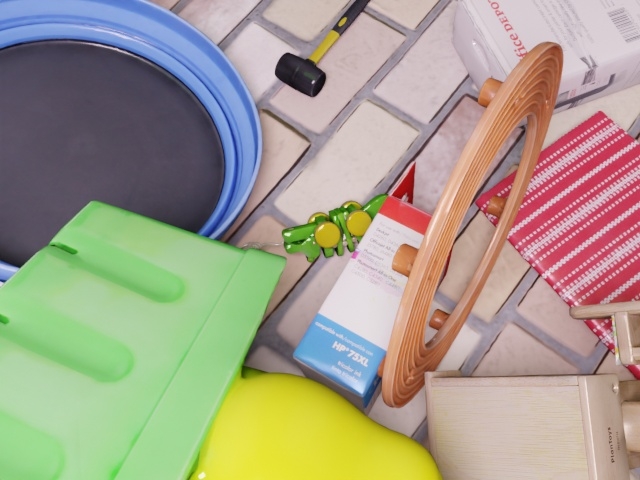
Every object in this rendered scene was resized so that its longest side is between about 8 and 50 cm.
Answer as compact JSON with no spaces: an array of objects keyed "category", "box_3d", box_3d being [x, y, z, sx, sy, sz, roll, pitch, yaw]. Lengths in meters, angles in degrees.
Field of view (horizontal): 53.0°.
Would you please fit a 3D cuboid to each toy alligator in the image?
[{"category":"toy alligator","box_3d":[0.000,0.000,0.728,0.189,0.056,0.051,-21,108,-4]}]

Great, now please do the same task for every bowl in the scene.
[{"category":"bowl","box_3d":[-0.261,-0.118,0.709,0.390,0.077,0.392,9,59,-16]}]

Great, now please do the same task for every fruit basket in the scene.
[{"category":"fruit basket","box_3d":[-0.101,0.178,0.466,0.391,0.283,0.392,24,38,-20]}]

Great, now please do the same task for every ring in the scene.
[{"category":"ring","box_3d":[0.130,-0.009,0.567,0.032,0.337,0.337,25,72,21]}]

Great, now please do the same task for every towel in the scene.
[{"category":"towel","box_3d":[0.335,0.001,0.710,0.198,0.031,0.275,-35,68,-7]}]

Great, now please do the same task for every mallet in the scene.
[{"category":"mallet","box_3d":[0.007,-0.271,0.847,0.062,0.039,0.190,24,68,10]}]

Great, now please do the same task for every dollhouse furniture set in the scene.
[{"category":"dollhouse furniture set","box_3d":[0.236,0.165,0.572,0.241,0.161,0.212,6,76,-36]}]

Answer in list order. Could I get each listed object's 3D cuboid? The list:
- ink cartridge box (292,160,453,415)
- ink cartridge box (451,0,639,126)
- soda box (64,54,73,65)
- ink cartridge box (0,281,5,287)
[{"category":"ink cartridge box","box_3d":[0.070,0.051,0.654,0.078,0.134,0.231,28,73,16]},{"category":"ink cartridge box","box_3d":[0.291,-0.246,0.781,0.217,0.092,0.159,-19,68,-5]},{"category":"soda box","box_3d":[-0.411,-0.179,0.822,0.215,0.069,0.074,-5,67,3]},{"category":"ink cartridge box","box_3d":[-0.326,0.129,0.558,0.208,0.045,0.207,27,55,-31]}]
